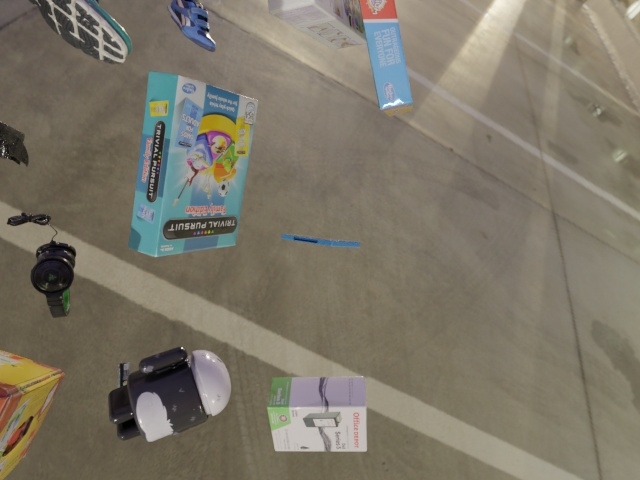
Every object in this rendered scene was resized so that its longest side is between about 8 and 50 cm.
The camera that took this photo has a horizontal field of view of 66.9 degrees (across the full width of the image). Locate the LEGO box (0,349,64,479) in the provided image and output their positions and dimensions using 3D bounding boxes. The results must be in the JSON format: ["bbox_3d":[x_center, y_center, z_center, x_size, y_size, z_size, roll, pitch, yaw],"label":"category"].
[{"bbox_3d":[-0.665,0.255,0.767,0.373,0.500,0.193,24,72,-14],"label":"LEGO box"}]

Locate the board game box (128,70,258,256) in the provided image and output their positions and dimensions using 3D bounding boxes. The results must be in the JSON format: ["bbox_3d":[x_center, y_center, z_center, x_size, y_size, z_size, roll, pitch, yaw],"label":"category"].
[{"bbox_3d":[-0.253,-0.148,1.004,0.079,0.335,0.254,15,11,25],"label":"board game box"}]

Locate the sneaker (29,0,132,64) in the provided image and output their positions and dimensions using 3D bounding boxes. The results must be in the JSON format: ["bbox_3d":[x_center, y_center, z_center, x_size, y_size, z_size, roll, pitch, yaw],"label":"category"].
[{"bbox_3d":[-0.374,-0.387,0.715,0.275,0.107,0.110,49,60,-6],"label":"sneaker"}]

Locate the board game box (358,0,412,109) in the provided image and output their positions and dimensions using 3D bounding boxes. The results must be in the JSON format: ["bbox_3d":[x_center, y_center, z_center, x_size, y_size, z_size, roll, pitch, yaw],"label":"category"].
[{"bbox_3d":[0.146,-0.397,1.037,0.316,0.064,0.242,-49,128,-73],"label":"board game box"}]

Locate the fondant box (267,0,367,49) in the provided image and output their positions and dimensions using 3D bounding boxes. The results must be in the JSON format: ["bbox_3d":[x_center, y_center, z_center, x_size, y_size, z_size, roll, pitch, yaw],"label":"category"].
[{"bbox_3d":[-0.001,-0.545,0.979,0.330,0.096,0.238,-21,106,-64],"label":"fondant box"}]

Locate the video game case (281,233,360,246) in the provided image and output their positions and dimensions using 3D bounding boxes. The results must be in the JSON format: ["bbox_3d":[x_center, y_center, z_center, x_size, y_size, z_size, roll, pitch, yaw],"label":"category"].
[{"bbox_3d":[0.000,0.000,1.235,0.119,0.166,0.015,4,94,-51],"label":"video game case"}]

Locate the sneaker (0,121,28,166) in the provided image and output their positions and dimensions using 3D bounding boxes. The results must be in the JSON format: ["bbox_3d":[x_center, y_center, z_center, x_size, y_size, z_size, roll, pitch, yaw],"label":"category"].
[{"bbox_3d":[-0.853,-0.263,1.315,0.051,0.170,0.089,9,86,3],"label":"sneaker"}]

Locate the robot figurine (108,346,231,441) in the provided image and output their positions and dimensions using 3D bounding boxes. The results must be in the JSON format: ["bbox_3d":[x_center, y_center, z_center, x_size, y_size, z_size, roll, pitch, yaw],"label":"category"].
[{"bbox_3d":[-0.358,0.371,1.172,0.278,0.209,0.173,-18,71,-17],"label":"robot figurine"}]

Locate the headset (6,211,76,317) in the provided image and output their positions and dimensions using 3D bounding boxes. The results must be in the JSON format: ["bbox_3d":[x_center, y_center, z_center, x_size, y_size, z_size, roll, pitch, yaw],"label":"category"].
[{"bbox_3d":[-0.960,0.090,1.694,0.185,0.393,0.243,-5,28,-22],"label":"headset"}]

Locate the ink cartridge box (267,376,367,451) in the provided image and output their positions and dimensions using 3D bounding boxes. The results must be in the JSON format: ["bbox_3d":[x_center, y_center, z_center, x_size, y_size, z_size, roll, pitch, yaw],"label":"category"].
[{"bbox_3d":[-0.002,0.501,1.398,0.273,0.198,0.114,-2,31,5],"label":"ink cartridge box"}]

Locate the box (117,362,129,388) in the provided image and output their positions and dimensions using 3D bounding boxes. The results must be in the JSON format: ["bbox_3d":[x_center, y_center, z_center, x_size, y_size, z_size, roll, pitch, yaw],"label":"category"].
[{"bbox_3d":[-0.552,0.412,1.357,0.027,0.094,0.136,1,75,-26],"label":"box"}]

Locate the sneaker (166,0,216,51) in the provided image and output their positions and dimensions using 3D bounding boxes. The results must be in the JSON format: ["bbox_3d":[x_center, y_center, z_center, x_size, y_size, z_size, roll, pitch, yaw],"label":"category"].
[{"bbox_3d":[-0.246,-0.431,0.951,0.144,0.059,0.053,52,19,13],"label":"sneaker"}]
